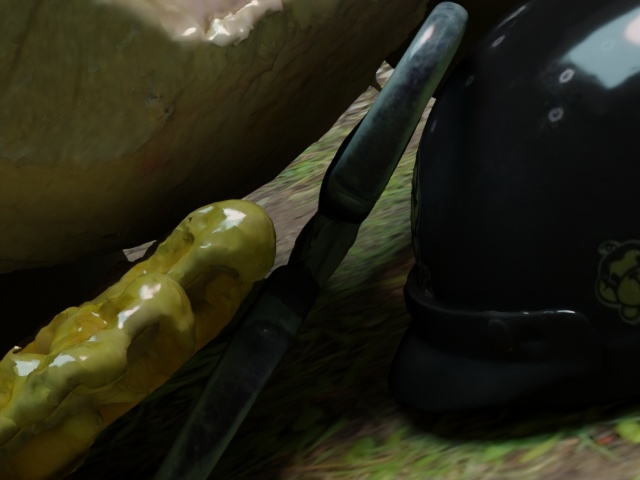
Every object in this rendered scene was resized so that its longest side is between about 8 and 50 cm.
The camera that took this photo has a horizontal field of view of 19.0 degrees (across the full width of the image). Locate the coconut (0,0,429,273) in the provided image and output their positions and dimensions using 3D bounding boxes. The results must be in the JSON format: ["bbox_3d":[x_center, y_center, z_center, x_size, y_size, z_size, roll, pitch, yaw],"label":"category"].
[{"bbox_3d":[-0.159,-0.165,0.948,0.405,0.404,0.404,-20,14,5],"label":"coconut"}]

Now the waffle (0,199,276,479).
[{"bbox_3d":[-0.146,0.089,0.810,0.312,0.060,0.307,-38,2,-26],"label":"waffle"}]

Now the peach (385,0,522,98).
[{"bbox_3d":[0.145,-0.171,1.085,0.292,0.292,0.247,-9,54,43],"label":"peach"}]

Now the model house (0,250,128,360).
[{"bbox_3d":[-0.250,0.017,1.108,0.176,0.181,0.248,-19,7,24],"label":"model house"}]

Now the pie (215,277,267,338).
[{"bbox_3d":[-0.063,0.040,1.100,0.085,0.017,0.085,-19,14,5],"label":"pie"}]

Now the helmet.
[{"bbox_3d":[0.137,-0.043,0.823,0.279,0.160,0.230,-19,16,6],"label":"helmet"}]

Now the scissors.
[{"bbox_3d":[0.000,0.000,0.950,0.256,0.029,0.383,-60,1,6],"label":"scissors"}]
